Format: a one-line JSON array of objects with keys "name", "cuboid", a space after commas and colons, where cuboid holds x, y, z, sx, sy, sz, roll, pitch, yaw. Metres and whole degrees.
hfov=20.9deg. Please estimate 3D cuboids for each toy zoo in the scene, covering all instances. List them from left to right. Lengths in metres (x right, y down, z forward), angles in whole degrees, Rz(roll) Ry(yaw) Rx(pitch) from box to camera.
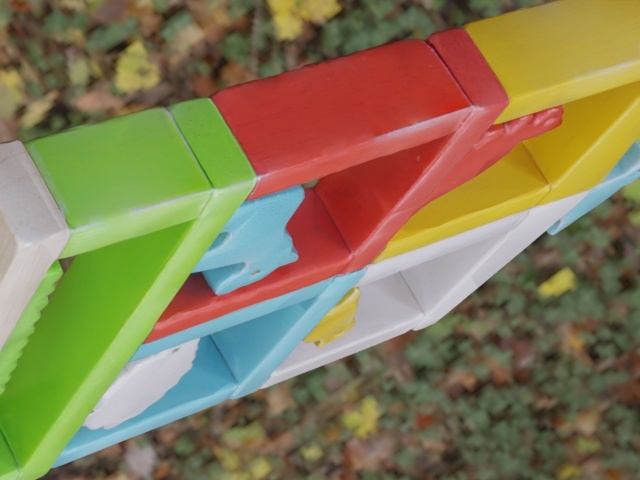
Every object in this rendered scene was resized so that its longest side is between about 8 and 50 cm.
[{"name": "toy zoo", "cuboid": [0.000, 0.000, 0.555, 0.293, 0.030, 0.192, -19, 160, -35]}]
